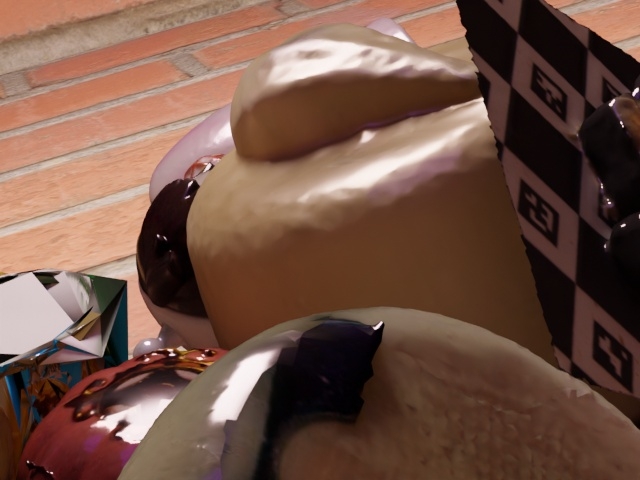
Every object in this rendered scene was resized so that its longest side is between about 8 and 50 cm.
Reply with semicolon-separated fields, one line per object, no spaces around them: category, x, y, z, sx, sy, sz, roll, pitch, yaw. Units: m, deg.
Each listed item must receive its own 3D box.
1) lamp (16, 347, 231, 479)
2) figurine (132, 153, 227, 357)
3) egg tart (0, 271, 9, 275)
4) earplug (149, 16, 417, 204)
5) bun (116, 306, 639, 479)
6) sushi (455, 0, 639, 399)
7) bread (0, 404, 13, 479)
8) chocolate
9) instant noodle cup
lamp;-0.074;0.138;0.880;0.182;0.140;0.182;-5;24;2
figurine;0.000;0.000;1.316;0.370;0.167;0.281;-18;27;-37
egg tart;-0.389;0.071;1.463;0.295;0.116;0.295;-13;20;5
earplug;-0.035;-0.094;1.647;0.301;0.172;0.172;-25;19;-12
bun;0.030;0.179;0.669;0.293;0.293;0.187;-33;-13;-45
sushi;0.202;-0.032;0.884;0.292;0.294;0.059;21;-46;-40
bread;-0.306;0.189;0.750;0.183;0.236;0.388;25;46;12
chocolate;0.085;0.006;1.014;0.326;0.297;0.314;-11;23;6
instant noodle cup;-0.207;0.135;1.019;0.240;0.178;0.240;-12;18;4
